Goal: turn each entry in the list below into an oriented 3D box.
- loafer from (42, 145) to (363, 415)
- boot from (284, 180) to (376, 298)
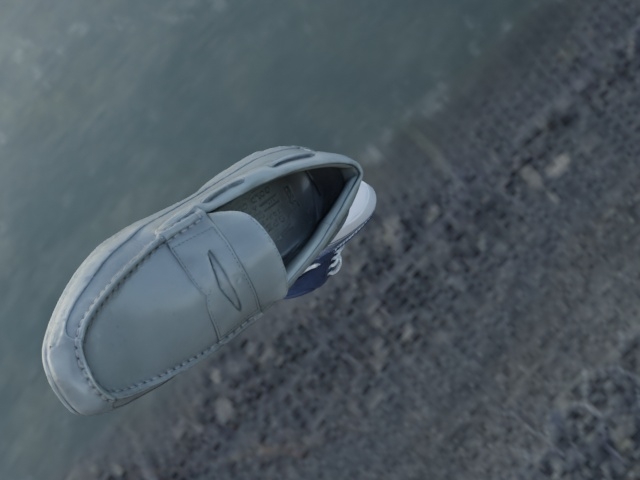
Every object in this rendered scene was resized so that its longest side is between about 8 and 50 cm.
[{"bbox_3d":[-0.080,0.017,1.149,0.111,0.112,0.319,-13,24,41],"label":"loafer"},{"bbox_3d":[0.000,0.000,1.628,0.190,0.086,0.069,-25,51,32],"label":"boot"}]
